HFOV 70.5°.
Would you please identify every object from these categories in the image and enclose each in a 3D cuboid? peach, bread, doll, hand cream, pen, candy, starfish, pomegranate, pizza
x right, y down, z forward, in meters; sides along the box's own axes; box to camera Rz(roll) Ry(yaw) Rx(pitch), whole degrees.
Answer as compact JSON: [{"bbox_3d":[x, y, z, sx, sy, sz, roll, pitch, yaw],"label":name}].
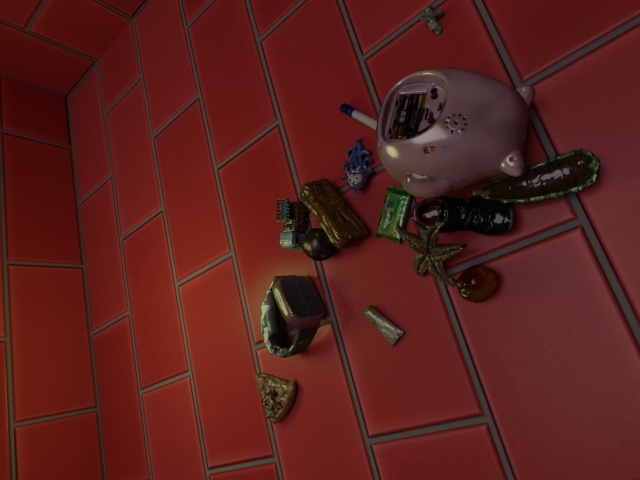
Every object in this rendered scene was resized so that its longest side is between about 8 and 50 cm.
[{"bbox_3d":[0.421,0.115,1.211,0.101,0.101,0.101,-5,81,37],"label":"peach"},{"bbox_3d":[0.044,-0.092,1.504,0.271,0.139,0.077,53,145,27],"label":"bread"},{"bbox_3d":[0.122,-0.248,1.501,0.110,0.067,0.206,-9,68,27],"label":"doll"},{"bbox_3d":[0.189,0.260,1.403,0.143,0.039,0.061,42,107,28],"label":"hand cream"},{"bbox_3d":[0.164,-0.394,1.505,0.269,0.033,0.033,40,108,34],"label":"pen"},{"bbox_3d":[0.233,-0.083,1.414,0.102,0.032,0.178,15,92,34],"label":"candy"},{"bbox_3d":[0.304,0.027,1.264,0.240,0.043,0.227,41,141,4],"label":"starfish"},{"bbox_3d":[-0.004,0.006,1.526,0.130,0.130,0.130,-5,81,37],"label":"pomegranate"},{"bbox_3d":[-0.177,0.545,1.637,0.195,0.052,0.185,34,102,35],"label":"pizza"}]

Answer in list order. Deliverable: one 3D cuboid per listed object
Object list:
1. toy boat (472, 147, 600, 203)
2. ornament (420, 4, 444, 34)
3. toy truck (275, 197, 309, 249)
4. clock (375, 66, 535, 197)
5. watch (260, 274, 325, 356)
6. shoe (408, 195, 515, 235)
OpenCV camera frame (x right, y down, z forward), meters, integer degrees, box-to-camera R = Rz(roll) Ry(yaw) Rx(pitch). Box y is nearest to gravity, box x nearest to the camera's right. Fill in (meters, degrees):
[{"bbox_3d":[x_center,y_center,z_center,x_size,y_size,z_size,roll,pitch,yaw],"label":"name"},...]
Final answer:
[{"bbox_3d":[0.542,-0.148,1.149,0.293,0.099,0.108,-14,75,28],"label":"toy boat"},{"bbox_3d":[0.345,-0.686,1.399,0.068,0.041,0.092,8,77,15],"label":"ornament"},{"bbox_3d":[-0.105,-0.056,1.616,0.080,0.115,0.178,-3,84,37],"label":"toy truck"},{"bbox_3d":[0.341,-0.293,1.188,0.376,0.250,0.368,4,70,32],"label":"clock"},{"bbox_3d":[-0.115,0.272,1.579,0.241,0.162,0.253,-49,55,37],"label":"watch"},{"bbox_3d":[0.375,-0.075,1.238,0.291,0.137,0.114,1,86,36],"label":"shoe"}]
